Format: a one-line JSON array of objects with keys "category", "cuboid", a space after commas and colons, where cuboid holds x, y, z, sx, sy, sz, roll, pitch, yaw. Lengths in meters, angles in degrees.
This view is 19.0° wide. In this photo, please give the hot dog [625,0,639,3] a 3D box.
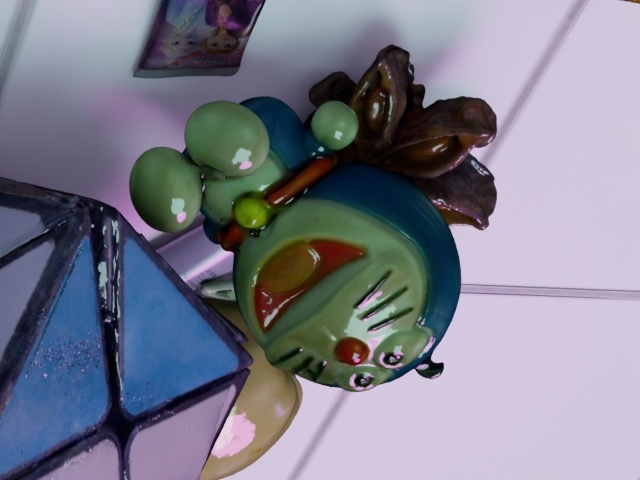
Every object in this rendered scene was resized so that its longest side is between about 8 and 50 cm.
[{"category": "hot dog", "cuboid": [0.216, -0.252, 1.618, 0.269, 0.072, 0.115, 4, 138, -28]}]

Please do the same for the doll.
[{"category": "doll", "cuboid": [-0.001, 0.000, 1.666, 0.198, 0.186, 0.322, -32, 102, 29]}]

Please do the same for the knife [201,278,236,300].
[{"category": "knife", "cuboid": [0.004, 0.048, 1.929, 0.293, 0.020, 0.043, 3, 141, -39]}]

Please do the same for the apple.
[{"category": "apple", "cuboid": [-0.118, 0.149, 1.905, 0.200, 0.200, 0.200, -11, 143, -8]}]

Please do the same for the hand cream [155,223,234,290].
[{"category": "hand cream", "cuboid": [-0.134, 0.027, 1.860, 0.255, 0.048, 0.079, -28, 146, 9]}]

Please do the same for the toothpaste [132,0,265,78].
[{"category": "toothpaste", "cuboid": [-0.083, -0.215, 1.573, 0.096, 0.061, 0.266, -2, 147, -21]}]

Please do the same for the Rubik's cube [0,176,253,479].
[{"category": "Rubik's cube", "cuboid": [-0.284, 0.134, 1.631, 0.310, 0.307, 0.305, 12, 156, 31]}]

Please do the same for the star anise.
[{"category": "star anise", "cuboid": [0.077, -0.087, 1.743, 0.214, 0.099, 0.220, 33, 142, -23]}]
